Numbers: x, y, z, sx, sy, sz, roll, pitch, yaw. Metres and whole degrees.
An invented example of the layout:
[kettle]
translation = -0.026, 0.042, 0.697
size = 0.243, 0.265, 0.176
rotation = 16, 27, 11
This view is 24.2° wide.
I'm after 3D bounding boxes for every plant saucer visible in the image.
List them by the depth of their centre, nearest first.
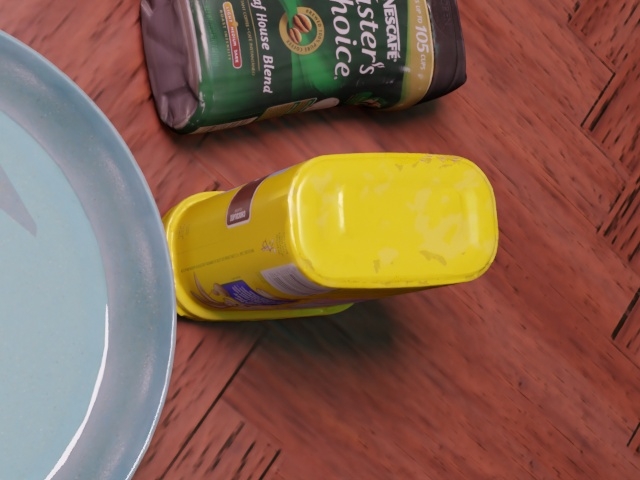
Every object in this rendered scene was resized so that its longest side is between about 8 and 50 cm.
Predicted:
[plant saucer]
translation = -0.227, 0.035, 0.744
size = 0.318, 0.044, 0.317
rotation = 4, 81, -27

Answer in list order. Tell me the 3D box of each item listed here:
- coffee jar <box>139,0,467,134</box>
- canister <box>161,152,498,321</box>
[coffee jar]
translation = -0.005, -0.117, 0.858
size = 0.184, 0.079, 0.096
rotation = -10, 87, -28
[canister]
translation = 0.000, 0.000, 0.792
size = 0.126, 0.170, 0.073
rotation = -1, 84, -28
